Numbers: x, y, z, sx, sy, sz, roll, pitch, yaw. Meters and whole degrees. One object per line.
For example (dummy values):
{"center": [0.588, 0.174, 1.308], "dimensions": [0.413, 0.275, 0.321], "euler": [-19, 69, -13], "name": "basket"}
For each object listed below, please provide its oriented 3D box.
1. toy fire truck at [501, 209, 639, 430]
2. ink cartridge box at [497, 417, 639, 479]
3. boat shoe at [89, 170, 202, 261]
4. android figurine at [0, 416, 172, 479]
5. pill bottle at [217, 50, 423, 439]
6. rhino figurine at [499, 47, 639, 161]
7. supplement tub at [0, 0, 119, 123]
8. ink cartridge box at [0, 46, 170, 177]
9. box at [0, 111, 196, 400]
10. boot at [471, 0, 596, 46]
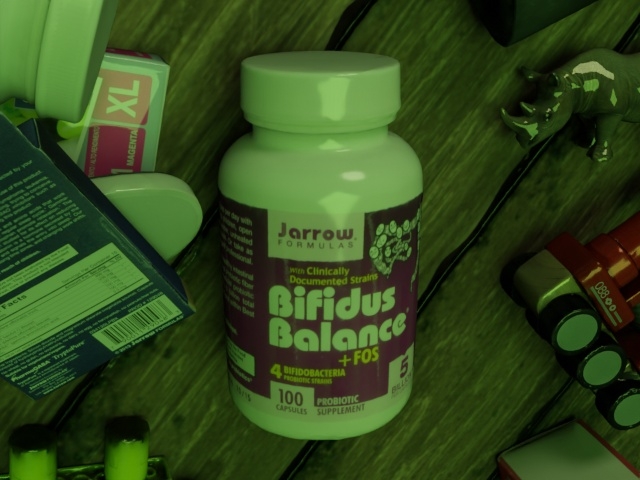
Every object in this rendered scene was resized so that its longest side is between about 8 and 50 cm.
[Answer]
{"center": [0.347, 0.042, 0.831], "dimensions": [0.246, 0.158, 0.217], "euler": [-38, 119, 7], "name": "toy fire truck"}
{"center": [0.338, 0.404, 0.908], "dimensions": [0.131, 0.226, 0.306], "euler": [-24, 118, -10], "name": "ink cartridge box"}
{"center": [-0.221, -0.003, 0.537], "dimensions": [0.268, 0.088, 0.096], "euler": [-21, 142, -7], "name": "boat shoe"}
{"center": [-0.232, 0.302, 0.737], "dimensions": [0.248, 0.056, 0.272], "euler": [1, 108, -23], "name": "android figurine"}
{"center": [0.000, 0.000, 0.647], "dimensions": [0.169, 0.169, 0.301], "euler": [-8, 113, -19], "name": "pill bottle"}
{"center": [0.282, -0.138, 0.761], "dimensions": [0.243, 0.073, 0.106], "euler": [-7, 116, -18], "name": "rhino figurine"}
{"center": [-0.250, -0.184, 0.425], "dimensions": [0.272, 0.191, 0.191], "euler": [15, 104, -16], "name": "supplement tub"}
{"center": [-0.281, -0.069, 0.570], "dimensions": [0.311, 0.065, 0.185], "euler": [5, 107, -22], "name": "ink cartridge box"}
{"center": [-0.187, 0.013, 0.472], "dimensions": [0.136, 0.036, 0.225], "euler": [-29, 143, 1], "name": "box"}
{"center": [0.348, -0.280, 0.690], "dimensions": [0.445, 0.146, 0.367], "euler": [-27, 114, -12], "name": "boot"}
